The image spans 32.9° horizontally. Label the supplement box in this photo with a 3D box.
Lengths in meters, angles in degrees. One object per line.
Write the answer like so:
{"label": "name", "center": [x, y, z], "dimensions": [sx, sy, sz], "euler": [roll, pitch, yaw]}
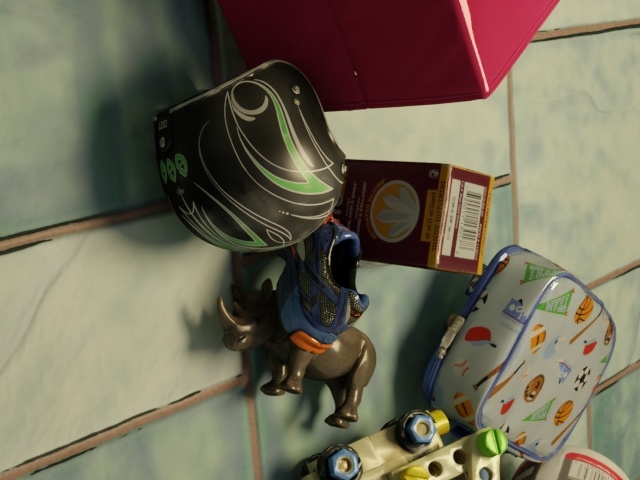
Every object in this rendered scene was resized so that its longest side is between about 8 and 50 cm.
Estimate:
{"label": "supplement box", "center": [0.076, -0.027, 1.124], "dimensions": [0.080, 0.188, 0.104], "euler": [10, 88, -47]}

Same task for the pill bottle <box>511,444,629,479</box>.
{"label": "pill bottle", "center": [0.292, 0.408, 1.356], "dimensions": [0.318, 0.176, 0.176], "euler": [-43, 127, -60]}

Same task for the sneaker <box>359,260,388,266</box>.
{"label": "sneaker", "center": [0.105, 0.004, 1.255], "dimensions": [0.152, 0.061, 0.054], "euler": [-17, 106, -46]}

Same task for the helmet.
{"label": "helmet", "center": [-0.062, -0.067, 0.992], "dimensions": [0.169, 0.169, 0.162], "euler": [-33, 102, -40]}

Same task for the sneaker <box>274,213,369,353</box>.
{"label": "sneaker", "center": [0.000, 0.000, 1.079], "dimensions": [0.083, 0.087, 0.221], "euler": [21, 48, -51]}

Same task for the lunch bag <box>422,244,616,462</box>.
{"label": "lunch bag", "center": [0.250, 0.152, 1.356], "dimensions": [0.243, 0.115, 0.303], "euler": [-59, 142, -3]}

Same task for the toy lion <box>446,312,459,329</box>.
{"label": "toy lion", "center": [0.201, 0.135, 1.400], "dimensions": [0.100, 0.034, 0.096], "euler": [-13, 112, -46]}

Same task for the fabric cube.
{"label": "fabric cube", "center": [0.055, -0.294, 1.003], "dimensions": [0.254, 0.259, 0.258], "euler": [-53, 130, -39]}

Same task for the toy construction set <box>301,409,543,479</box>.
{"label": "toy construction set", "center": [0.100, 0.300, 1.160], "dimensions": [0.327, 0.151, 0.215], "euler": [-15, 75, -39]}

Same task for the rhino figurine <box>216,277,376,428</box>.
{"label": "rhino figurine", "center": [-0.026, 0.108, 1.117], "dimensions": [0.243, 0.073, 0.106], "euler": [35, 61, -41]}
